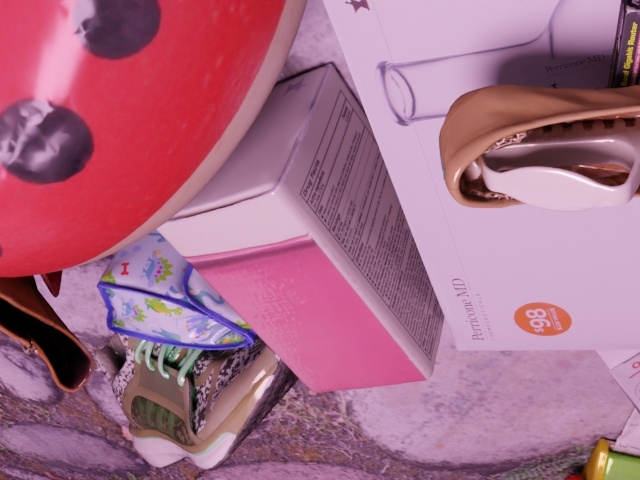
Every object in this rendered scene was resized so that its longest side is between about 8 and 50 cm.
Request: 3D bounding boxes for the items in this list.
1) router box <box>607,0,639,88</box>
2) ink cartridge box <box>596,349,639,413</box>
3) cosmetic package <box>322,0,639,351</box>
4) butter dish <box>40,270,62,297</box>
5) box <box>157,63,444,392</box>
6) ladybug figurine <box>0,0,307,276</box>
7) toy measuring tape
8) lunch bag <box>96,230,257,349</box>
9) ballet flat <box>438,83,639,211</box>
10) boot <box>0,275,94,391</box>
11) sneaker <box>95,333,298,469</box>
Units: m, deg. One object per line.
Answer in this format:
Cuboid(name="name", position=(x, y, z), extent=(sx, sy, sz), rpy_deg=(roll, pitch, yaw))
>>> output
Cuboid(name="router box", position=(0.207, -0.082, 0.443), extent=(0.092, 0.038, 0.122), rpy_deg=(5, 137, 14))
Cuboid(name="ink cartridge box", position=(0.342, 0.137, 0.739), extent=(0.104, 0.061, 0.181), rpy_deg=(-37, 120, 10))
Cuboid(name="cosmetic package", position=(0.195, -0.068, 0.566), extent=(0.284, 0.097, 0.377), rpy_deg=(-3, 135, 26))
Cuboid(name="butter dish", position=(-0.209, -0.058, 0.710), extent=(0.118, 0.160, 0.160), rpy_deg=(-9, 140, -5))
Cuboid(name="box", position=(0.000, 0.000, 0.673), extent=(0.127, 0.149, 0.232), rpy_deg=(-14, 130, 34))
Cuboid(name="ladybug figurine", position=(-0.173, -0.147, 0.459), extent=(0.305, 0.162, 0.449), rpy_deg=(28, 116, 0))
Cuboid(name="toy measuring tape", position=(0.337, 0.281, 0.894), extent=(0.121, 0.121, 0.330), rpy_deg=(11, 139, 9))
Cuboid(name="lunch bag", position=(-0.116, 0.032, 0.769), extent=(0.151, 0.129, 0.096), rpy_deg=(13, 140, 7))
Cuboid(name="ballet flat", position=(0.175, -0.042, 0.411), extent=(0.232, 0.073, 0.080), rpy_deg=(-1, 133, 22))
Cuboid(name="boot", position=(-0.338, -0.003, 0.713), extent=(0.280, 0.096, 0.264), rpy_deg=(40, 164, 48))
Cuboid(name="sneaker", position=(-0.156, 0.139, 0.880), extent=(0.182, 0.158, 0.410), rpy_deg=(48, 143, -8))
